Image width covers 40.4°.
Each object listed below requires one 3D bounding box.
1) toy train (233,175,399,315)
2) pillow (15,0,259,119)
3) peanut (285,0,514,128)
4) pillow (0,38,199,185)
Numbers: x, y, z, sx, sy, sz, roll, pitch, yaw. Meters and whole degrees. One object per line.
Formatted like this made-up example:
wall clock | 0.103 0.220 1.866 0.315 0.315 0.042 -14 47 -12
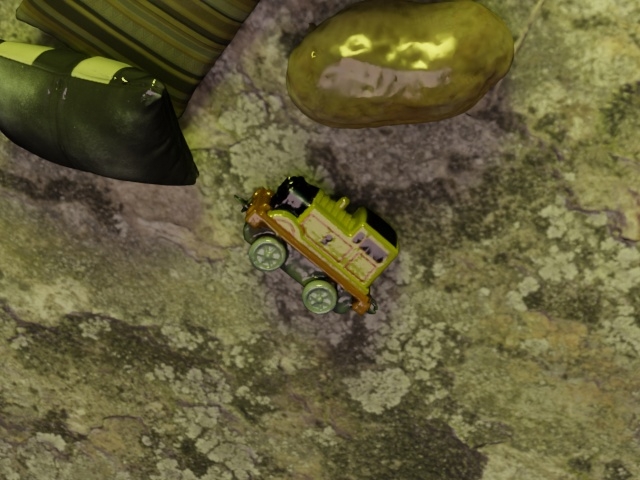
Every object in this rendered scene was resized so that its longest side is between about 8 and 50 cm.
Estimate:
toy train | 0.000 0.000 1.004 0.219 0.089 0.127 40 109 -12
pillow | -0.186 -0.255 0.906 0.208 0.052 0.212 33 122 -15
peanut | 0.077 -0.176 0.864 0.224 0.129 0.129 -3 120 2
pillow | -0.263 -0.136 0.935 0.249 0.106 0.186 14 156 12
